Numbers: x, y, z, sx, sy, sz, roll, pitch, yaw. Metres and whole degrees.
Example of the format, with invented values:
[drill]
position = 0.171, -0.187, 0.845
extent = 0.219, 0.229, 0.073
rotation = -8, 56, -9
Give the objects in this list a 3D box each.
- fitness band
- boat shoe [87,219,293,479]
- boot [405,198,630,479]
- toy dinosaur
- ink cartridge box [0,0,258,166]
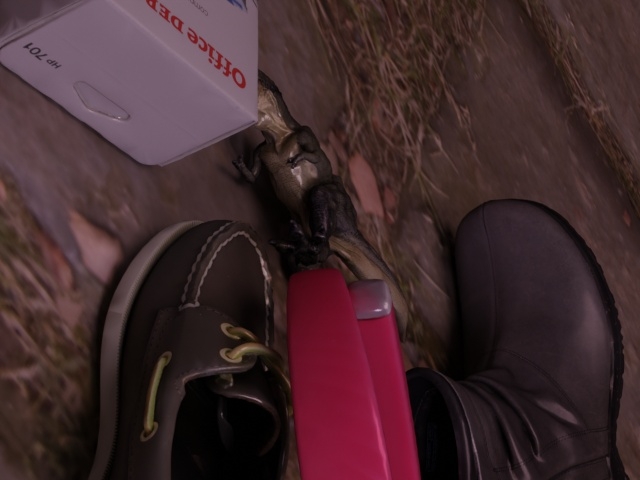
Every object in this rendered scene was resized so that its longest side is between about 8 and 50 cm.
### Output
[fitness band]
position = 0.029, 0.147, 0.816
extent = 0.209, 0.054, 0.291
rotation = -94, 173, -47
[boat shoe]
position = -0.058, 0.100, 0.745
extent = 0.109, 0.091, 0.305
rotation = 50, 34, -33
[boot]
position = 0.125, 0.106, 1.052
extent = 0.222, 0.118, 0.338
rotation = 16, 54, -50
[toy dinosaur]
position = 0.000, 0.000, 0.951
extent = 0.268, 0.064, 0.118
rotation = 57, 24, -29
[ink cartridge box]
position = -0.104, -0.161, 0.845
extent = 0.139, 0.082, 0.191
rotation = 37, 41, -46
